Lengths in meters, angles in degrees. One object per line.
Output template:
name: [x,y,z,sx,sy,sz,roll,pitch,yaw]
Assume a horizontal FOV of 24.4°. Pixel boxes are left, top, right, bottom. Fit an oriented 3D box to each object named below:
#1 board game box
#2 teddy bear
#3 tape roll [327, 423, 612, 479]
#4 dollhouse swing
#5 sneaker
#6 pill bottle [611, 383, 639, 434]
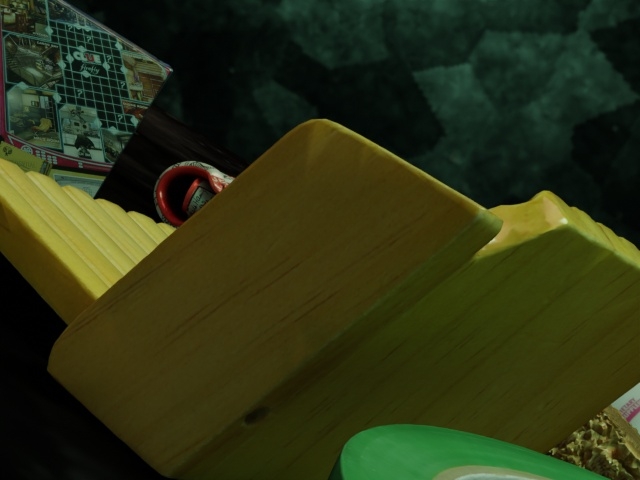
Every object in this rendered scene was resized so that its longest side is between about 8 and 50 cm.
board game box: [-0.263,-0.132,1.177,0.243,0.165,0.042,32,5,-11]
teddy bear: [0.291,0.254,1.268,0.338,0.113,0.245,32,17,-51]
tape roll: [0.140,0.187,0.636,0.321,0.077,0.321,22,10,-4]
dollhouse swing: [0.000,0.000,0.956,0.347,0.315,0.305,24,30,-55]
sneaker: [-0.058,0.001,1.560,0.270,0.090,0.145,31,5,31]
pill bottle: [0.294,0.177,1.589,0.160,0.160,0.283,29,6,-35]
